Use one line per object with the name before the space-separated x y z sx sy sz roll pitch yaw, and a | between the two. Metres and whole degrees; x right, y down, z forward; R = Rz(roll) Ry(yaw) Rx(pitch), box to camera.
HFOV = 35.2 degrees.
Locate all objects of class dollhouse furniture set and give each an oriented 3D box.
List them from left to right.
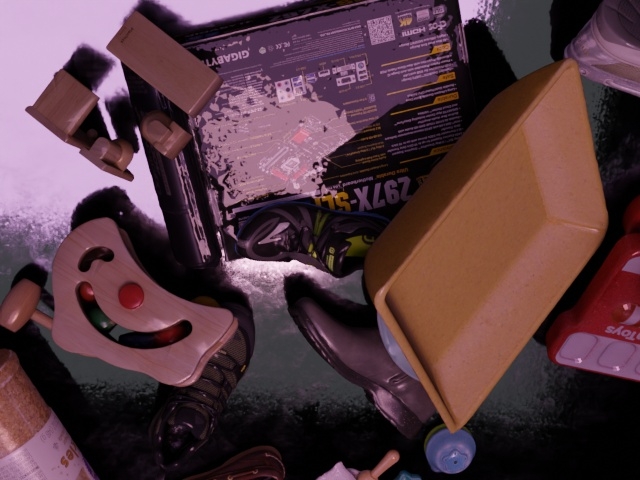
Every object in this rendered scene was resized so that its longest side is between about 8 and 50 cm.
dollhouse furniture set | -0.193 -0.144 1.082 0.144 0.123 0.151 38 92 9

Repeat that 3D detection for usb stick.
usb stick | -0.170 -0.097 1.143 0.045 0.077 0.278 -25 113 -30

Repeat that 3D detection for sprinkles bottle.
sprinkles bottle | -0.332 0.305 1.230 0.121 0.121 0.356 -28 110 2

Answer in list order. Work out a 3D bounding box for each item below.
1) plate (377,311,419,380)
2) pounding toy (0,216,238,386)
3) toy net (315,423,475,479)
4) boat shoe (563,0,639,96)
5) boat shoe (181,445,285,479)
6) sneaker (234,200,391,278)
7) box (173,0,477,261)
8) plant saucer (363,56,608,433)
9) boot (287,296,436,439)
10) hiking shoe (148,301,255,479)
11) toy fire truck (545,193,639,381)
plate | 0.159 0.085 1.232 0.188 0.024 0.188 1 88 -20
pounding toy | -0.227 0.070 1.182 0.269 0.155 0.154 18 81 4
toy net | 0.097 0.320 1.334 0.232 0.045 0.122 -11 111 -2
boat shoe | 0.443 -0.191 1.180 0.320 0.103 0.118 15 61 -15
boat shoe | -0.139 0.335 1.292 0.207 0.073 0.073 -34 110 6
sneaker | 0.000 0.000 1.114 0.188 0.078 0.067 3 114 -9
box | 0.015 -0.139 1.150 0.321 0.079 0.257 -14 112 -2
plant saucer | 0.180 0.006 1.118 0.333 0.081 0.333 -50 144 -14
boot | 0.087 0.116 1.257 0.161 0.083 0.246 -47 108 -4
hiking shoe | -0.138 0.186 1.219 0.086 0.114 0.227 22 104 -14
toy fire truck | 0.463 0.090 1.257 0.302 0.169 0.254 13 132 -12
